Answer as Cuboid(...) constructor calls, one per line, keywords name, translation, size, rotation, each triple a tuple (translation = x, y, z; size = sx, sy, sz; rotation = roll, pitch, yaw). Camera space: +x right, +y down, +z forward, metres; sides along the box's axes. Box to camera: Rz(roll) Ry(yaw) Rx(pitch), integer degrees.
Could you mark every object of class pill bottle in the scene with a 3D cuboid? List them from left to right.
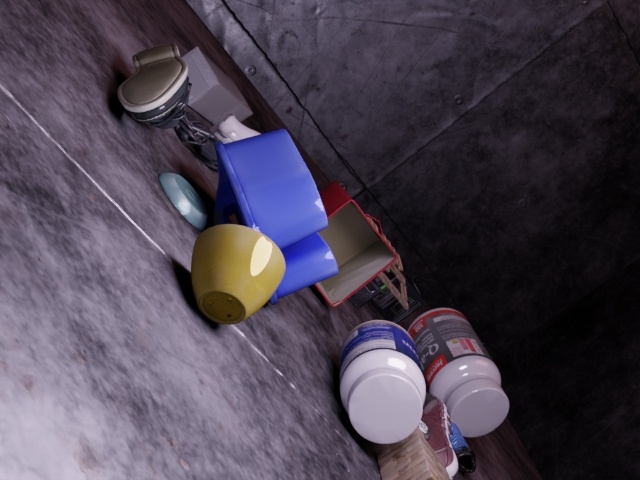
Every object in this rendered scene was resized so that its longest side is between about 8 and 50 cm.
Cuboid(name="pill bottle", translation=(0.110, 0.252, 1.529), size=(0.153, 0.153, 0.265), rotation=(52, 9, -9))
Cuboid(name="pill bottle", translation=(0.388, 0.371, 2.417), size=(0.210, 0.210, 0.363), rotation=(49, 9, -31))

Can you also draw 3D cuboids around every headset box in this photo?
Cuboid(name="headset box", translation=(0.174, 0.087, 2.671), size=(0.283, 0.131, 0.246), rotation=(49, 9, -28))

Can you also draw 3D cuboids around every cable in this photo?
Cuboid(name="cable", translation=(-0.260, -0.219, 1.812), size=(0.151, 0.047, 0.184), rotation=(52, 9, 26))

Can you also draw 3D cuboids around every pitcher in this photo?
Cuboid(name="pitcher", translation=(-0.164, -0.198, 1.946), size=(0.207, 0.125, 0.178), rotation=(44, 1, -13))

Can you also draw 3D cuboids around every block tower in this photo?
Cuboid(name="block tower", translation=(0.164, 0.424, 1.338), size=(0.097, 0.091, 0.335), rotation=(52, 9, -16))

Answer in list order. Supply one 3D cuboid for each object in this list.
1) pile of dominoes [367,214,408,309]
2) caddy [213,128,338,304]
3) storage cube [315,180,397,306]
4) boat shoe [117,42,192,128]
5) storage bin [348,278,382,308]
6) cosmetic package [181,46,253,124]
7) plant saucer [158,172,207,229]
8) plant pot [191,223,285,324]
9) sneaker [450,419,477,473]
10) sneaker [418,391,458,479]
Cuboid(name="pile of dominoes", translation=(0.179, 0.067, 2.452), size=(0.251, 0.040, 0.196), rotation=(50, 29, -43))
Cuboid(name="caddy", translation=(-0.101, -0.044, 1.507), size=(0.341, 0.179, 0.241), rotation=(-117, -168, -49))
Cuboid(name="storage cube", translation=(0.035, 0.003, 1.963), size=(0.184, 0.215, 0.193), rotation=(50, 3, -20))
Cuboid(name="boat shoe", translation=(-0.290, -0.261, 1.535), size=(0.340, 0.127, 0.113), rotation=(-117, -169, -61))
Cuboid(name="storage bin", translation=(0.083, 0.085, 2.330), size=(0.122, 0.084, 0.180), rotation=(47, 9, -37))
Cuboid(name="cosmetic package", translation=(-0.276, -0.377, 2.145), size=(0.127, 0.107, 0.238), rotation=(59, 6, 15))
Cuboid(name="plant saucer", translation=(-0.226, -0.072, 1.431), size=(0.119, 0.021, 0.119), rotation=(52, 8, -10))
Cuboid(name="plant pot", translation=(-0.124, 0.059, 1.167), size=(0.134, 0.134, 0.095), rotation=(49, 36, -28))
Cuboid(name="sneaker", translation=(0.336, 0.505, 2.095), size=(0.152, 0.058, 0.084), rotation=(61, 0, 3))
Cuboid(name="sneaker", translation=(0.186, 0.357, 1.713), size=(0.162, 0.106, 0.281), rotation=(47, 11, -22))
